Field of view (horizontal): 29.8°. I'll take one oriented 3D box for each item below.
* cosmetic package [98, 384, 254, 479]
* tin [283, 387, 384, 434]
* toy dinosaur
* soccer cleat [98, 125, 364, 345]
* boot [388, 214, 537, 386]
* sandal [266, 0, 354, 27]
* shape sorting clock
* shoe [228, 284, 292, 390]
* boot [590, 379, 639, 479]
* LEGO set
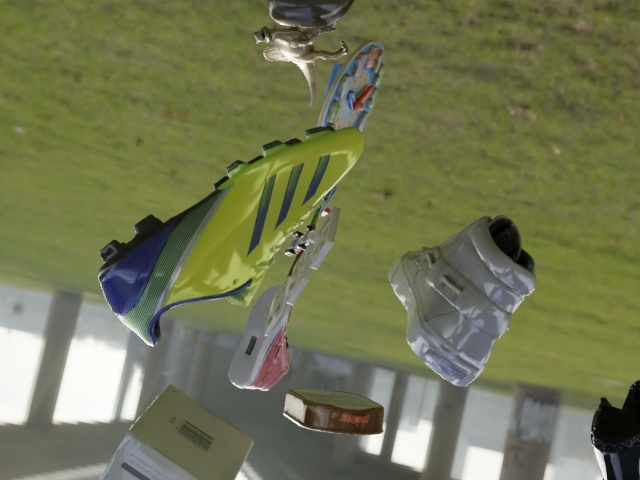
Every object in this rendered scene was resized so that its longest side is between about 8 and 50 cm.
[{"bbox_3d":[-0.204,0.322,1.431,0.138,0.225,0.224,34,-171,0],"label":"cosmetic package"},{"bbox_3d":[0.017,0.213,1.509,0.106,0.040,0.189,10,178,-14],"label":"tin"},{"bbox_3d":[-0.018,-0.225,1.405,0.092,0.053,0.183,-21,157,16],"label":"toy dinosaur"},{"bbox_3d":[-0.072,-0.007,1.142,0.289,0.121,0.093,-32,178,2],"label":"soccer cleat"},{"bbox_3d":[0.136,0.031,1.078,0.095,0.123,0.258,36,-167,-12],"label":"boot"},{"bbox_3d":[0.006,-0.255,0.943,0.090,0.219,0.060,8,142,20],"label":"sandal"},{"bbox_3d":[0.049,-0.212,1.864,0.040,0.206,0.206,22,178,19],"label":"shape sorting clock"},{"bbox_3d":[-0.080,0.158,1.937,0.063,0.178,0.081,27,-177,36],"label":"shoe"},{"bbox_3d":[0.370,0.314,1.560,0.094,0.246,0.207,32,156,41],"label":"boot"},{"bbox_3d":[0.000,0.000,1.584,0.060,0.182,0.244,26,-145,-11],"label":"LEGO set"}]
